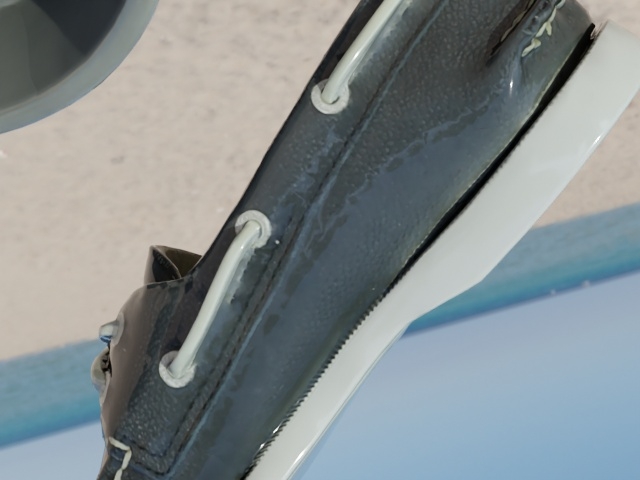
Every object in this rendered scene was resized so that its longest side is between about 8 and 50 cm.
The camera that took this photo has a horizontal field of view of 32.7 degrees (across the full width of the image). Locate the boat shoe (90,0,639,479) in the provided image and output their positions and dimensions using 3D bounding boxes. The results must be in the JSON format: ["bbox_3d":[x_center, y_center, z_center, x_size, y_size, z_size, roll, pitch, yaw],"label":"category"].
[{"bbox_3d":[-0.020,0.028,0.371,0.302,0.091,0.114,-51,176,4],"label":"boat shoe"}]

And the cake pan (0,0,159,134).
[{"bbox_3d":[-0.187,-0.134,0.328,0.293,0.054,0.293,4,148,2],"label":"cake pan"}]
